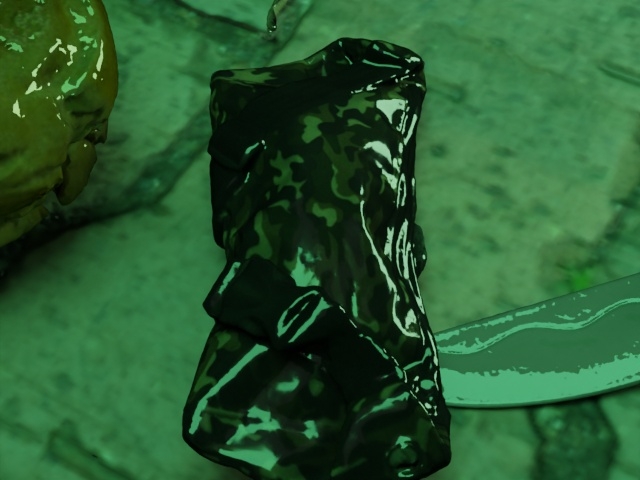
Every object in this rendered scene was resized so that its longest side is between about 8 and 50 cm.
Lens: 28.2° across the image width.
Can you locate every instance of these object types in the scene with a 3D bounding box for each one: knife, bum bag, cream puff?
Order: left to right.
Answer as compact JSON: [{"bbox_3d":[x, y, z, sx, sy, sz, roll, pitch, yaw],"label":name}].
[{"bbox_3d":[-0.185,-0.069,0.584,0.189,0.129,0.189,4,52,-6],"label":"cream puff"},{"bbox_3d":[-0.001,0.000,0.550,0.102,0.069,0.248,-6,49,8],"label":"bum bag"},{"bbox_3d":[0.135,0.031,0.541,0.244,0.032,0.058,-21,62,-3],"label":"knife"}]

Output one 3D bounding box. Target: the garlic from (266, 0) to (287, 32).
[{"bbox_3d":[-0.012,-0.254,0.681,0.207,0.207,0.256,34,88,27],"label":"garlic"}]
